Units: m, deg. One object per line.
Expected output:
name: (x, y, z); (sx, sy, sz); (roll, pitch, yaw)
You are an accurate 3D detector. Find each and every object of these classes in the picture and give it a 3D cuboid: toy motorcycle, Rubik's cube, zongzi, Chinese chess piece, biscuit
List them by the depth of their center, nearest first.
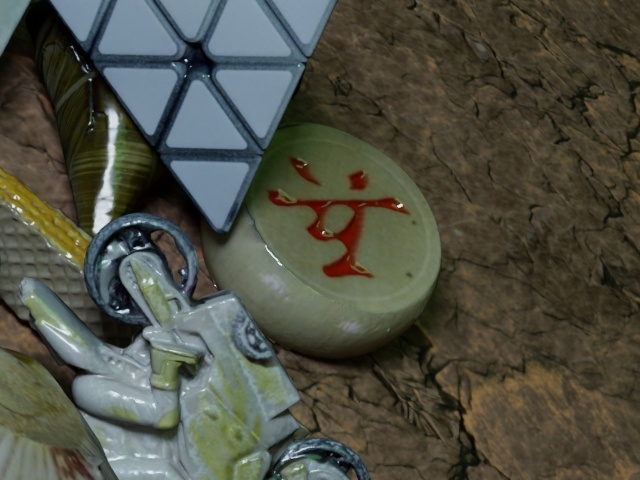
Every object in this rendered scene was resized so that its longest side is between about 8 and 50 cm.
toy motorcycle: (-0.124, 0.151, 1.688); (0.341, 0.223, 0.108); (56, 0, -9)
biscuit: (-0.183, 0.083, 1.781); (0.378, 0.094, 0.054); (42, 30, -1)
Rubik's cube: (-0.092, -0.191, 1.857); (0.228, 0.233, 0.229); (-37, 57, -5)
zongzi: (-0.138, -0.107, 1.955); (0.286, 0.134, 0.288); (6, 59, -32)
Chinese chess piece: (0.000, 0.000, 1.990); (0.249, 0.103, 0.250); (19, 47, -22)

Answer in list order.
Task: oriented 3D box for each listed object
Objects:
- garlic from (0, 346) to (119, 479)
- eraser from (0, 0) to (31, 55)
garlic: (-0.276, 0.196, 1.501); (0.322, 0.241, 0.322); (16, 36, -12)
eraser: (-0.405, -0.291, 1.857); (0.331, 0.150, 0.331); (13, 57, -21)
